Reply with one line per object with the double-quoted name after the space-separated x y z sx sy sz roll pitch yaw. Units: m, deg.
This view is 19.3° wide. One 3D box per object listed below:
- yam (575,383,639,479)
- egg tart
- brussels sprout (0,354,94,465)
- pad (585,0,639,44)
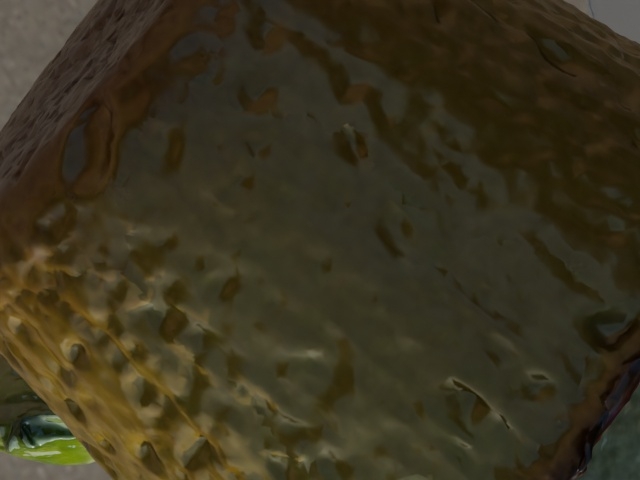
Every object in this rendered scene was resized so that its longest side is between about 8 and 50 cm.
0.169 0.084 0.818 0.241 0.241 0.348 -36 157 2 "yam"
0.000 0.000 0.531 0.171 0.215 0.215 38 109 -16 "egg tart"
-0.147 0.057 1.081 0.149 0.151 0.122 -34 152 13 "brussels sprout"
0.202 -0.124 0.972 0.156 0.232 0.004 7 134 -15 "pad"
